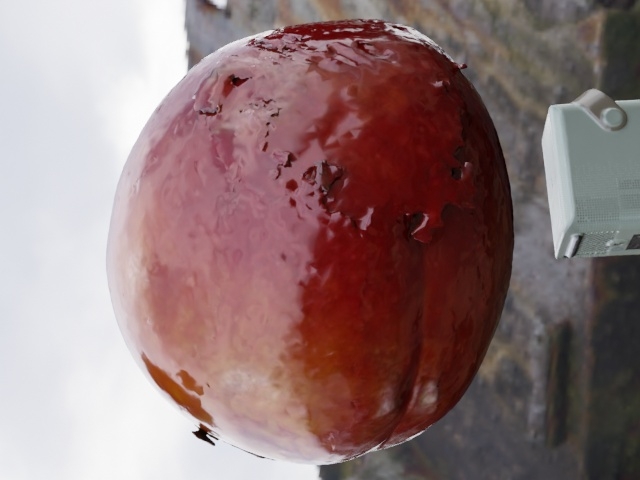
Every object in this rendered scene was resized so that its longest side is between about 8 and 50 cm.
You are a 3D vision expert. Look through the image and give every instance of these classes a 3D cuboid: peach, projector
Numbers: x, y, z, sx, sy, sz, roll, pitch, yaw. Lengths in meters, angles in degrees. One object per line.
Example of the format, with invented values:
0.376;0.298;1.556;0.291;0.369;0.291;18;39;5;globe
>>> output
0.000;0.000;0.953;0.370;0.370;0.370;9;-90;-77;peach
0.430;-0.102;1.730;0.163;0.177;0.242;81;-175;-67;projector
